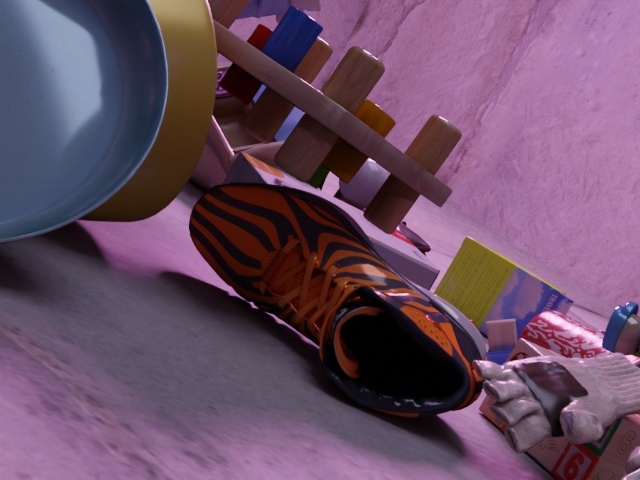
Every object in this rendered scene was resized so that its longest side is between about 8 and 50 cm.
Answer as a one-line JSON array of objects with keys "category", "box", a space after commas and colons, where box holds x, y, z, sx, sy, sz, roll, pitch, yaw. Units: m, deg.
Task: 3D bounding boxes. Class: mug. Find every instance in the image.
[{"category": "mug", "box": [0.347, 0.164, 1.712, 0.150, 0.113, 0.169, 7, 16, -42]}]

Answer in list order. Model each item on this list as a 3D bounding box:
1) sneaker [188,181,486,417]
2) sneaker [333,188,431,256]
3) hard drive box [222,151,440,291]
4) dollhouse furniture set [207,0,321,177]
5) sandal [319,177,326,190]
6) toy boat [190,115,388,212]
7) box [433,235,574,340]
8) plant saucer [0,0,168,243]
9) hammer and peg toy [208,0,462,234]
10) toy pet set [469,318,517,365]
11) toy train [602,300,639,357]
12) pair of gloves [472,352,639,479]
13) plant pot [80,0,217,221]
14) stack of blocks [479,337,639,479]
[{"category": "sneaker", "box": [0.009, 0.045, 1.218, 0.321, 0.124, 0.180, 30, 7, 9]}, {"category": "sneaker", "box": [0.086, -0.013, 2.022, 0.162, 0.106, 0.281, 33, 18, -5]}, {"category": "hard drive box", "box": [0.000, 0.000, 1.612, 0.232, 0.089, 0.181, 26, 9, -21]}, {"category": "dollhouse furniture set", "box": [-0.117, -0.242, 1.651, 0.286, 0.303, 0.198, -12, 45, -20]}, {"category": "sandal", "box": [-0.025, -0.119, 2.031, 0.097, 0.054, 0.254, 37, -30, 17]}, {"category": "toy boat", "box": [-0.048, -0.098, 1.851, 0.318, 0.148, 0.267, 34, 9, 34]}, {"category": "box", "box": [0.255, 0.084, 1.896, 0.178, 0.109, 0.042, 32, 7, 21]}, {"category": "plant saucer", "box": [-0.270, -0.131, 0.991, 0.317, 0.317, 0.044, 28, -33, -8]}, {"category": "hammer and peg toy", "box": [-0.056, -0.161, 1.306, 0.361, 0.127, 0.266, 37, 4, 30]}, {"category": "toy pet set", "box": [0.183, 0.130, 1.622, 0.114, 0.065, 0.122, -5, 0, 9]}, {"category": "toy train", "box": [0.413, 0.136, 1.577, 0.143, 0.105, 0.248, 27, 1, 22]}, {"category": "pair of gloves", "box": [0.258, 0.177, 1.167, 0.204, 0.042, 0.240, -2, 39, -31]}, {"category": "plant pot", "box": [-0.254, -0.146, 1.161, 0.239, 0.254, 0.254, 3, 23, -39]}, {"category": "stack of blocks", "box": [0.328, 0.214, 1.395, 0.297, 0.087, 0.171, 24, 9, -34]}]
